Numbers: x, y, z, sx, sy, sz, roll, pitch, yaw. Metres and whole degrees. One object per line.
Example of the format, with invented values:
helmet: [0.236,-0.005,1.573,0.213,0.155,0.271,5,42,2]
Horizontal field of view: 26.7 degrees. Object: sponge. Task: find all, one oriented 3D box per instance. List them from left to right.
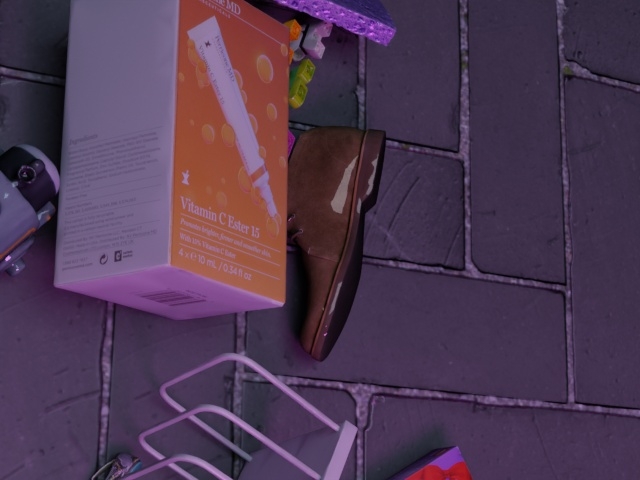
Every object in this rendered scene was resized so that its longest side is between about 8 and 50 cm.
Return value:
sponge: [-0.007,-0.321,1.755,0.210,0.031,0.117,19,25,-23]

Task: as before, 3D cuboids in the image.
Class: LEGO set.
LEGO set: [-0.072,-0.206,1.708,0.087,0.093,0.227,50,49,-45]

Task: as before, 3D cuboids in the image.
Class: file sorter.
file sorter: [-0.122,0.290,1.443,0.173,0.193,0.277,38,52,-20]

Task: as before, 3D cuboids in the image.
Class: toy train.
toy train: [-0.407,0.025,1.398,0.142,0.190,0.334,50,60,-8]

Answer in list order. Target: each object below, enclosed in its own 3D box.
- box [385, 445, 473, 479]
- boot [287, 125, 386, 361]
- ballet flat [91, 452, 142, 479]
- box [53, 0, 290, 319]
box: [0.093,0.406,1.640,0.293,0.057,0.200,-26,90,-31]
boot: [0.000,0.000,1.694,0.115,0.112,0.305,10,74,6]
ballet flat: [-0.246,0.285,1.509,0.041,0.041,0.114,41,62,-13]
box: [-0.162,-0.103,1.532,0.215,0.168,0.345,22,64,-54]
